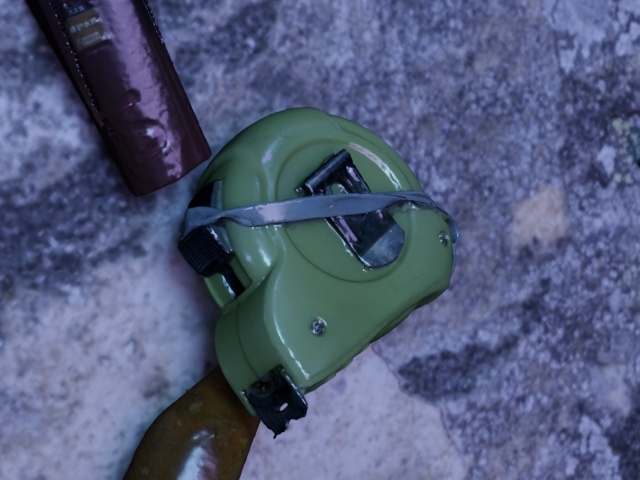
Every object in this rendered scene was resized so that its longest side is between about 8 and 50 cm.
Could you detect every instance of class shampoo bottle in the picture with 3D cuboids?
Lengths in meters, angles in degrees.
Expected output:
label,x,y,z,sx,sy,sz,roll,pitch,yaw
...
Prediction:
label,x,y,z,sx,sy,sz,roll,pitch,yaw
shampoo bottle,-0.140,-0.145,0.881,0.068,0.067,0.236,-30,107,-15

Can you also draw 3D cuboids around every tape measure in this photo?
label,x,y,z,sx,sy,sz,roll,pitch,yaw
tape measure,0.000,0.000,0.922,0.200,0.106,0.175,-32,87,-37

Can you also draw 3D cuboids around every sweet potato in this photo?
label,x,y,z,sx,sy,sz,roll,pitch,yaw
sweet potato,-0.089,0.181,0.929,0.108,0.079,0.346,26,78,-56
